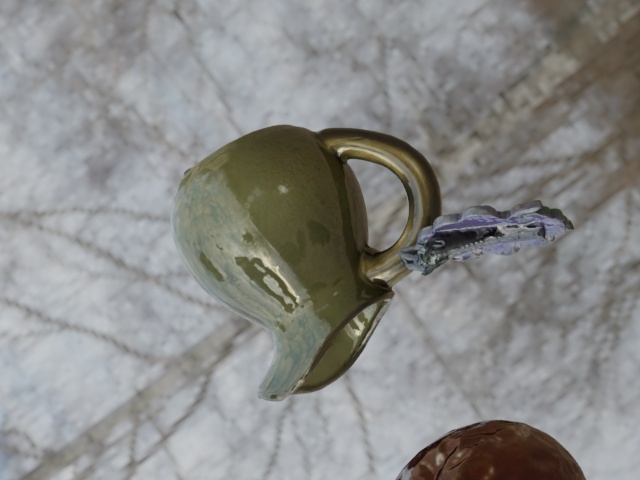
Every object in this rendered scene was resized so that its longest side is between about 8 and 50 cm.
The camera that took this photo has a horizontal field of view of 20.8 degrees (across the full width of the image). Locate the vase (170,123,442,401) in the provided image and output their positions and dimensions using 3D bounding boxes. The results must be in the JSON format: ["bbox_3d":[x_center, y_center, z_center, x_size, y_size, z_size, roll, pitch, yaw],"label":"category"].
[{"bbox_3d":[0.000,0.000,2.140,0.302,0.329,0.241,60,-166,11],"label":"vase"}]

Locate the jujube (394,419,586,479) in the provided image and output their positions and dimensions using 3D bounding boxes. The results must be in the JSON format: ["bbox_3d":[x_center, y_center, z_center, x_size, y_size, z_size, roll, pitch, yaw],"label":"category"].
[{"bbox_3d":[0.128,0.269,1.562,0.255,0.190,0.190,-28,-100,-44],"label":"jujube"}]

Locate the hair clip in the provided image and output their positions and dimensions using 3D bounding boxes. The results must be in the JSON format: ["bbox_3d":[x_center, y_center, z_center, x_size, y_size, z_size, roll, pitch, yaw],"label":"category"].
[{"bbox_3d":[0.181,0.001,1.929,0.124,0.195,0.052,48,-149,-66],"label":"hair clip"}]
